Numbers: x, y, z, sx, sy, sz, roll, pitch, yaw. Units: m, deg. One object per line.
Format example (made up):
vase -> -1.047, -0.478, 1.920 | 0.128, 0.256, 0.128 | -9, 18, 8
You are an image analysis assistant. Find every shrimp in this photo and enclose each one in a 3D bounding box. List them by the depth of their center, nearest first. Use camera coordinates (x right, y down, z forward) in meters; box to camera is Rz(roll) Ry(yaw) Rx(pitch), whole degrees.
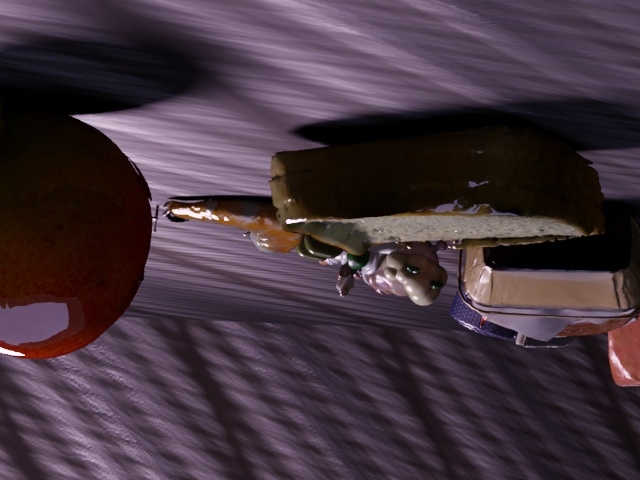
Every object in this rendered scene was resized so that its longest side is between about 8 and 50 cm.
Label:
shrimp -> -0.100, -0.018, 1.947 | 0.166, 0.049, 0.161 | 4, 171, -6

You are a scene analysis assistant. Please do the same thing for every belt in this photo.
belt -> 0.274, 0.066, 2.259 | 0.140, 0.126, 0.230 | 26, -169, 37

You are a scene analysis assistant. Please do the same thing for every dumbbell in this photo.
dumbbell -> 0.000, 0.000, 2.025 | 0.052, 0.046, 0.118 | 19, 175, -7

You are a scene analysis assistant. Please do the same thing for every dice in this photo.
dice -> 0.526, 0.135, 2.558 | 0.175, 0.179, 0.174 | 2, 174, 16

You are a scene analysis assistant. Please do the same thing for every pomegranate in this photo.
pomegranate -> -0.245, -0.014, 1.372 | 0.210, 0.210, 0.235 | -2, 145, 29

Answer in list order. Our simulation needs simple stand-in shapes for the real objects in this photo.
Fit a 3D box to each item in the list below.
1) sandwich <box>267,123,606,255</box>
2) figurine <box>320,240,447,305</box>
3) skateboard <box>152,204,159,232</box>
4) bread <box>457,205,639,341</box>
sandwich -> 0.099, -0.044, 1.495 | 0.251, 0.087, 0.226 | -5, 173, 30
figurine -> 0.072, 0.033, 2.141 | 0.197, 0.093, 0.147 | -2, 161, 37
skateboard -> -0.232, -0.030, 1.962 | 0.083, 0.032, 0.064 | 6, -177, -16
bread -> 0.271, 0.030, 1.937 | 0.224, 0.142, 0.212 | 1, 159, 9
